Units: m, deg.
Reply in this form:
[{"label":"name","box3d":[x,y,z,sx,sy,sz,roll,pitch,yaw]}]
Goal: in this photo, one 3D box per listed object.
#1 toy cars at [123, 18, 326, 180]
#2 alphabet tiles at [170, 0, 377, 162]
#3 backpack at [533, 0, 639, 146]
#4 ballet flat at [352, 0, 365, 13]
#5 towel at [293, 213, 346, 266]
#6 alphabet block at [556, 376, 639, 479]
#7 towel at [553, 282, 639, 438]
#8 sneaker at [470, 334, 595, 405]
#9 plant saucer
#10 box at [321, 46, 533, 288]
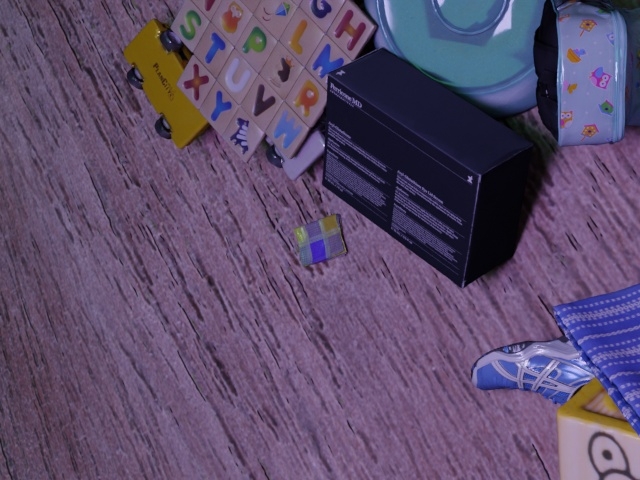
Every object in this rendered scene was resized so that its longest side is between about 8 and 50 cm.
[{"label":"toy cars","box3d":[-0.122,-0.204,1.972,0.394,0.087,0.176,17,104,34]},{"label":"alphabet tiles","box3d":[-0.071,-0.286,1.850,0.285,0.011,0.342,49,124,24]},{"label":"backpack","box3d":[0.309,-0.188,1.550,0.144,0.188,0.166,3,108,12]},{"label":"ballet flat","box3d":[0.087,-0.451,1.798,0.139,0.139,0.400,39,116,32]},{"label":"towel","box3d":[0.000,0.000,1.914,0.083,0.009,0.060,-17,79,37]},{"label":"alphabet block","box3d":[0.377,0.247,1.462,0.192,0.193,0.197,12,119,36]},{"label":"towel","box3d":[0.407,0.121,1.389,0.336,0.243,0.040,-119,13,-57]},{"label":"sneaker","box3d":[0.271,0.160,1.653,0.211,0.080,0.081,-16,76,38]},{"label":"plant saucer","box3d":[0.189,-0.305,1.700,0.318,0.044,0.317,6,104,27]},{"label":"box","box3d":[0.125,-0.094,1.715,0.261,0.103,0.184,38,145,32]}]
